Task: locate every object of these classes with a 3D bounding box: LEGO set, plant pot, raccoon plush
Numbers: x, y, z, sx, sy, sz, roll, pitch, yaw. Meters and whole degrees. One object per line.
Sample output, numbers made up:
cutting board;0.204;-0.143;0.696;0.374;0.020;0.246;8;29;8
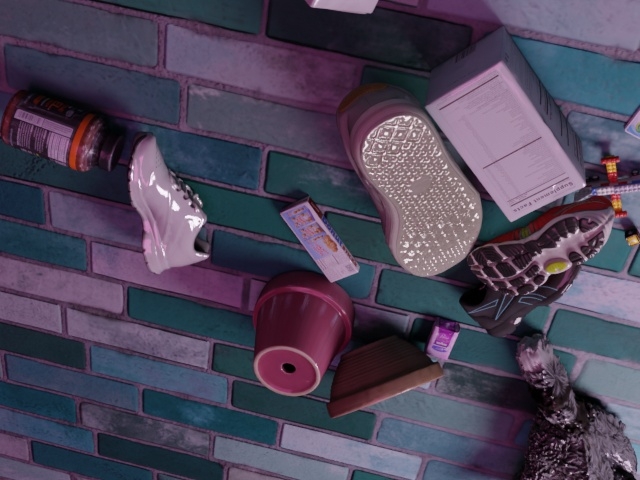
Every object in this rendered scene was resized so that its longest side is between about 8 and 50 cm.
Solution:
LEGO set;0.533;-0.093;1.375;0.182;0.060;0.244;28;128;-3
plant pot;-0.046;0.189;1.648;0.201;0.180;0.201;7;128;10
raccoon plush;0.436;0.405;1.741;0.299;0.216;0.446;-24;88;43
plant pot;0.111;0.255;1.668;0.237;0.237;0.110;-27;79;29

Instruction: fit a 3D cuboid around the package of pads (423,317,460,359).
package of pads;0.237;0.192;1.674;0.050;0.032;0.083;15;128;-1

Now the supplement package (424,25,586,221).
supplement package;0.287;-0.176;1.322;0.139;0.134;0.244;-28;115;29

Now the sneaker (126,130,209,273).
sneaker;-0.279;-0.074;1.575;0.129;0.111;0.297;-7;129;0

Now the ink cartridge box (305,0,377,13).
ink cartridge box;0.035;-0.465;1.119;0.114;0.197;0.273;-7;140;-36

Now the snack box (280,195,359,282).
snack box;0.000;0.000;1.595;0.064;0.022;0.178;-22;118;28

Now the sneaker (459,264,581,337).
sneaker;0.355;0.073;1.513;0.106;0.101;0.267;34;126;-10

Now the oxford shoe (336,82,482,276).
oxford shoe;0.143;-0.090;1.350;0.169;0.130;0.449;-31;141;3

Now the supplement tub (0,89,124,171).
supplement tub;-0.451;-0.187;1.515;0.197;0.106;0.106;20;128;-2

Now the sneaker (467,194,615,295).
sneaker;0.369;0.006;1.420;0.279;0.118;0.107;-25;105;46
